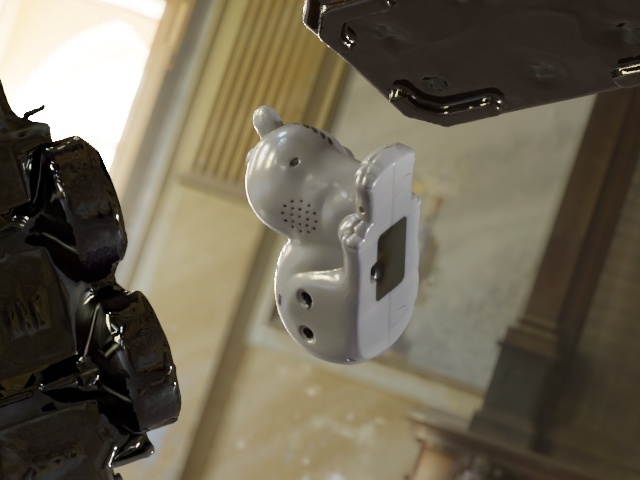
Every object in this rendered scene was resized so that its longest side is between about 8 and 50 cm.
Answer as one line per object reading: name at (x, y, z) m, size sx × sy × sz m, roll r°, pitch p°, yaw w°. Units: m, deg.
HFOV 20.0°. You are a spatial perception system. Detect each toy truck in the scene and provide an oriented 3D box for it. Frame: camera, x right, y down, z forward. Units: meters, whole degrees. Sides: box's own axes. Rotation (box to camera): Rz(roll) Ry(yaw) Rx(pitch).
toy truck at (-0.118, -0.011, 0.496) m, size 0.101 × 0.242 × 0.125 m, roll -18°, pitch -2°, yaw -17°

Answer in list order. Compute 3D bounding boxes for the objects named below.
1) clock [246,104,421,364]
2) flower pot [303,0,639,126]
clock at (0.000, 0.000, 1.208) m, size 0.117 × 0.176 × 0.080 m, roll 24°, pitch 42°, yaw 31°
flower pot at (0.097, -0.128, 0.887) m, size 0.251 × 0.084 × 0.179 m, roll -9°, pitch -36°, yaw 41°
